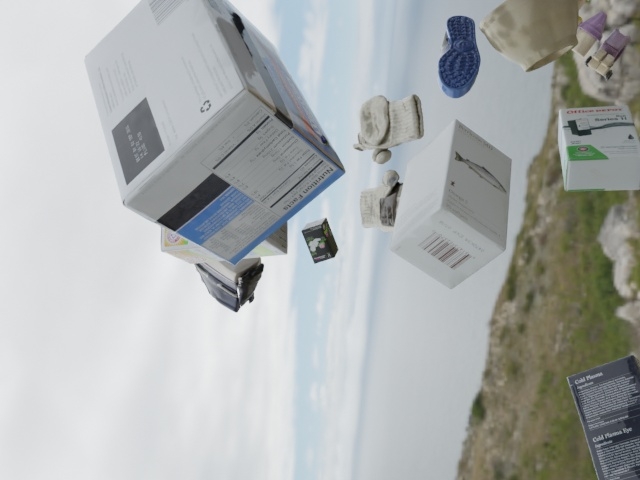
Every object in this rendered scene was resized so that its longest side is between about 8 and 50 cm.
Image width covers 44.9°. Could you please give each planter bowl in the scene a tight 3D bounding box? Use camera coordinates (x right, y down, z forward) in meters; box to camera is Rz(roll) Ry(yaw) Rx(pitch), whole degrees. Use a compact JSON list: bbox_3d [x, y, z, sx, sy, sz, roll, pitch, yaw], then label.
[{"bbox_3d":[0.363,-0.351,1.294,0.109,0.162,0.162,63,-179,4],"label":"planter bowl"}]

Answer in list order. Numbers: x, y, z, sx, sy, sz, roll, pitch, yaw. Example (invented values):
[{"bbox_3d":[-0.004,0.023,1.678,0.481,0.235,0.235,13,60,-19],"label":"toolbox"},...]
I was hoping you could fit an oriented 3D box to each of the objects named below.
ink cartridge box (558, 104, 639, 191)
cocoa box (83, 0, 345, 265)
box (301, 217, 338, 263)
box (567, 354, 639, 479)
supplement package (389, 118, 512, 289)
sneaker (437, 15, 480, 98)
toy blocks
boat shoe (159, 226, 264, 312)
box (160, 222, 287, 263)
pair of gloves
[{"bbox_3d":[0.589,-0.198,1.644,0.208,0.153,0.087,-77,-19,-50],"label":"ink cartridge box"},{"bbox_3d":[-0.162,-0.185,1.129,0.228,0.231,0.347,34,-158,-46],"label":"cocoa box"},{"bbox_3d":[0.000,0.000,1.750,0.062,0.052,0.083,-56,-53,-69],"label":"box"},{"bbox_3d":[0.798,0.500,1.932,0.343,0.179,0.312,35,-143,-45],"label":"box"},{"bbox_3d":[0.171,-0.049,0.999,0.105,0.105,0.179,-44,21,42],"label":"supplement package"},{"bbox_3d":[0.266,-0.336,1.499,0.090,0.081,0.232,87,-166,-48],"label":"sneaker"},{"bbox_3d":[0.559,-0.548,1.647,0.260,0.309,0.288,-55,-17,17],"label":"toy blocks"},{"bbox_3d":[-0.284,0.036,1.879,0.127,0.340,0.158,-31,-32,-36],"label":"boat shoe"},{"bbox_3d":[-0.172,-0.026,1.394,0.114,0.203,0.103,37,-131,-67],"label":"box"},{"bbox_3d":[0.109,-0.129,1.331,0.204,0.042,0.240,-163,71,-64],"label":"pair of gloves"}]
